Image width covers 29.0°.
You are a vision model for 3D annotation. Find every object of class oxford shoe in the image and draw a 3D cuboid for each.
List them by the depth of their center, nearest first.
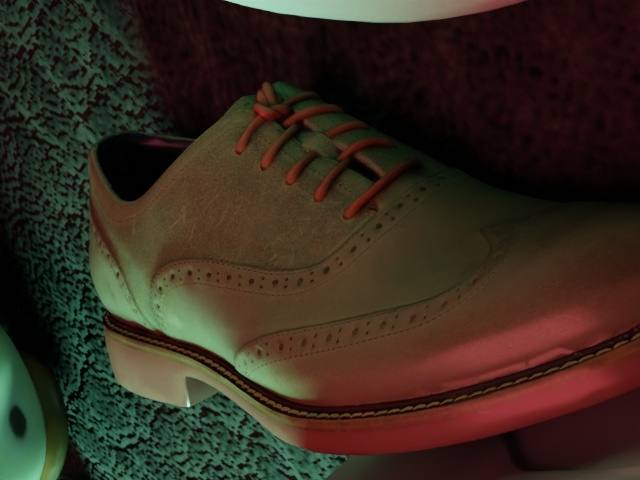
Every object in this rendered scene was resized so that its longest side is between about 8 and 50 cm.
[{"bbox_3d":[0.000,0.000,0.502,0.348,0.123,0.130,-3,109,47],"label":"oxford shoe"}]

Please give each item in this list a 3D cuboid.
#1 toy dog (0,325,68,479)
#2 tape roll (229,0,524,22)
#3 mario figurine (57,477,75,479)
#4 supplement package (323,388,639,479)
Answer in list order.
[{"bbox_3d":[-0.364,0.072,0.806,0.408,0.284,0.395,33,122,17],"label":"toy dog"},{"bbox_3d":[-0.049,-0.213,0.306,0.392,0.072,0.392,23,155,11],"label":"tape roll"},{"bbox_3d":[-0.299,0.197,1.007,0.320,0.170,0.198,15,91,28],"label":"mario figurine"},{"bbox_3d":[0.115,0.135,0.403,0.262,0.204,0.145,-14,106,51],"label":"supplement package"}]
